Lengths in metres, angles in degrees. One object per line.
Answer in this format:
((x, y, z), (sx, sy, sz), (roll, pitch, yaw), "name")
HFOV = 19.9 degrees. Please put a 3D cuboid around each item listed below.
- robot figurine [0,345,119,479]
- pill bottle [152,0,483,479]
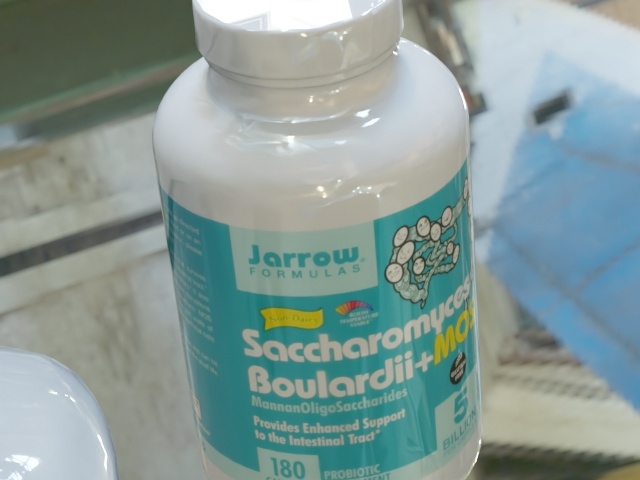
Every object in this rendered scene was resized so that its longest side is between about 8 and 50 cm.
((-0.170, 0.104, 0.363), (0.199, 0.354, 0.300), (-102, -152, -57), "robot figurine")
((0.000, 0.000, 0.863), (0.146, 0.146, 0.264), (-90, 174, -58), "pill bottle")
